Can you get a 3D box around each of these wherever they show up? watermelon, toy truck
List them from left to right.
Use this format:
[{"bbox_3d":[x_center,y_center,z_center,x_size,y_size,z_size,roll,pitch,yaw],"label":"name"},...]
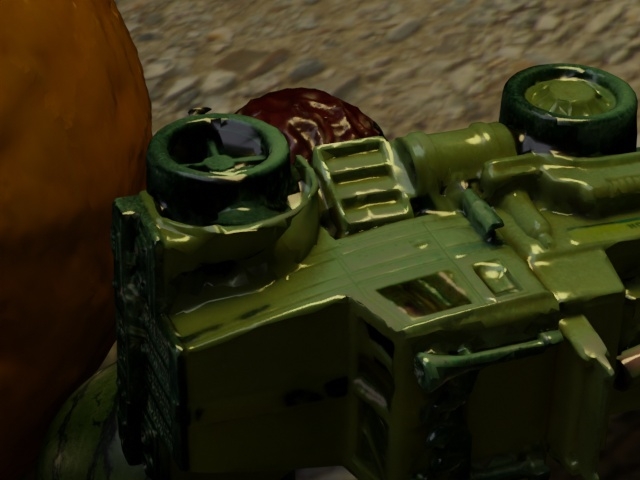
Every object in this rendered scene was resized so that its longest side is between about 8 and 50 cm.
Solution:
[{"bbox_3d":[-0.057,0.086,0.646,0.109,0.109,0.109,-18,36,13],"label":"watermelon"},{"bbox_3d":[0.065,0.022,0.554,0.260,0.128,0.135,-7,33,-14],"label":"toy truck"}]

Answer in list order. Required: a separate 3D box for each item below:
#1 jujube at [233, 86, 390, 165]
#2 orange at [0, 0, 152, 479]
[{"bbox_3d":[-0.004,0.001,0.718,0.104,0.104,0.166,-22,36,7],"label":"jujube"},{"bbox_3d":[-0.227,-0.019,0.680,0.340,0.340,0.293,-35,33,-11],"label":"orange"}]
